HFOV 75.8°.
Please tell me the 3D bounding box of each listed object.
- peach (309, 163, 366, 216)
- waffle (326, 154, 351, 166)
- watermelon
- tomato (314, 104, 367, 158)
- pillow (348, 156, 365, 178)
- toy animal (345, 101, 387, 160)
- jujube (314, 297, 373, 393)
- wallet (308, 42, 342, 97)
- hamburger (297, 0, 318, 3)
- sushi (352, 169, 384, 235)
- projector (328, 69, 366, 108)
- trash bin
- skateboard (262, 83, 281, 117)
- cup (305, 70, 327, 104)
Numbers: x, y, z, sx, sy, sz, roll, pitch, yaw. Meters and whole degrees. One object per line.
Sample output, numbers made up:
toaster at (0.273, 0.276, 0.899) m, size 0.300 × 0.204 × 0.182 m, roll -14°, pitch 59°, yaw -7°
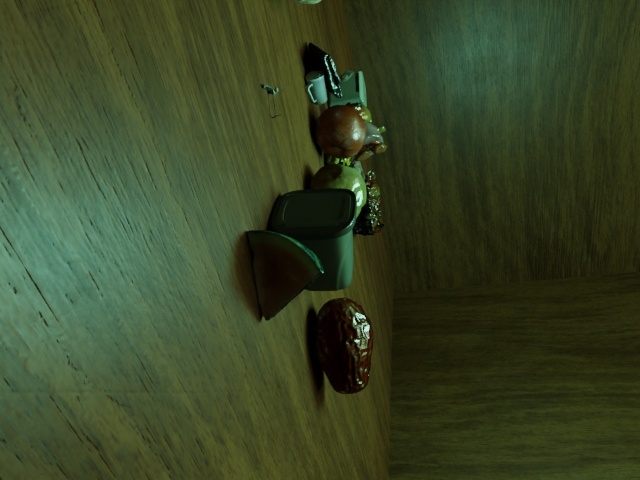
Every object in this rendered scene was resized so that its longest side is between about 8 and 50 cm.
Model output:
peach at (0.054, -0.151, 1.463) m, size 0.214 × 0.214 × 0.236 m, roll 46°, pitch 57°, yaw -67°
waffle at (0.105, -0.329, 1.909) m, size 0.379 × 0.095 × 0.382 m, roll 45°, pitch 38°, yaw -63°
watermelon at (-0.070, 0.074, 0.941) m, size 0.136 × 0.207 × 0.202 m, roll -17°, pitch 118°, yaw -49°
tomato at (0.083, -0.436, 1.640) m, size 0.208 × 0.208 × 0.185 m, roll 53°, pitch 49°, yaw -63°
pillow at (0.154, -0.262, 1.786) m, size 0.248 × 0.049 × 0.135 m, roll -78°, pitch 152°, yaw -50°
toy animal at (0.174, -0.485, 1.792) m, size 0.169 × 0.195 × 0.281 m, roll 52°, pitch 15°, yaw -82°
jujube at (0.077, 0.328, 1.296) m, size 0.197 × 0.197 × 0.291 m, roll 1°, pitch 81°, yaw -75°
wallet at (0.015, -0.694, 1.668) m, size 0.229 × 0.049 × 0.182 m, roll 59°, pitch -4°, yaw 48°
hamburger at (-0.049, -0.869, 1.252) m, size 0.237 × 0.276 × 0.277 m, roll -80°, pitch 158°, yaw -54°
sushi at (0.240, -0.201, 2.209) m, size 0.196 × 0.181 × 0.344 m, roll -66°, pitch 150°, yaw -75°
projector at (0.136, -0.717, 2.050) m, size 0.163 × 0.177 × 0.243 m, roll 60°, pitch 28°, yaw -61°
trash bin at (0.000, 0.000, 1.143) m, size 0.219 × 0.219 × 0.250 m, roll -79°, pitch 164°, yaw -45°
skateboard at (-0.136, -0.386, 1.141) m, size 0.064 × 0.032 × 0.083 m, roll -15°, pitch 96°, yaw -65°
cup at (-0.021, -0.597, 1.624) m, size 0.104 × 0.074 × 0.116 m, roll -55°, pitch 147°, yaw -34°
